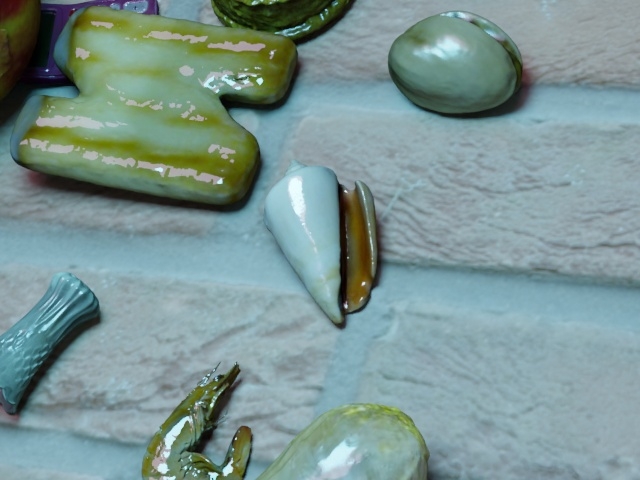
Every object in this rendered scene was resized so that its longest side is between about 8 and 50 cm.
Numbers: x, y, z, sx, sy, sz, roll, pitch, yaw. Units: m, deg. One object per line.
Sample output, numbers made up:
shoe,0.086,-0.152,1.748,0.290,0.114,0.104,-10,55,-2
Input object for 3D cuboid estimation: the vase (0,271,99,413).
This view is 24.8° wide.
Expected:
vase,-0.296,0.101,1.509,0.081,0.081,0.148,28,64,31

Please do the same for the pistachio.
pistachio,0.145,-0.190,1.561,0.149,0.113,0.113,23,65,22

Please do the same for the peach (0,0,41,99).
peach,-0.507,-0.302,1.700,0.353,0.339,0.416,-26,42,-24

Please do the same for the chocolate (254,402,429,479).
chocolate,-0.026,0.264,1.273,0.309,0.134,0.134,-40,54,-13

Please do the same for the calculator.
calculator,-0.291,-0.243,1.776,0.191,0.034,0.126,-3,54,8

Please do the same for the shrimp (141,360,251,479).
shrimp,-0.107,0.189,1.403,0.095,0.045,0.162,21,62,28

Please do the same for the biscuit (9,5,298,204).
biscuit,-0.187,-0.156,1.646,0.291,0.062,0.237,9,59,15

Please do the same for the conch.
conch,0.005,-0.007,1.480,0.104,0.094,0.176,-1,49,-34

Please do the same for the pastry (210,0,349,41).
pastry,-0.048,-0.321,1.709,0.189,0.103,0.188,-8,55,12
